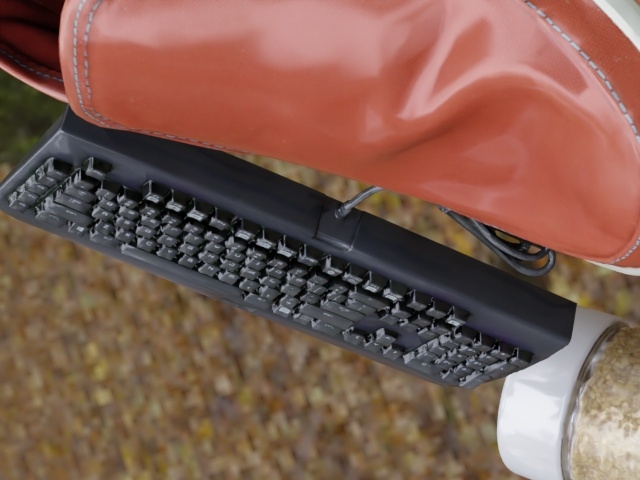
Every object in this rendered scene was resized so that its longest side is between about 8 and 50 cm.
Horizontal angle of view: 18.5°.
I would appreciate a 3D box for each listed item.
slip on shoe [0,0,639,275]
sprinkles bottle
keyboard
[{"bbox_3d":[-0.031,-0.068,0.591,0.331,0.101,0.123,27,143,18],"label":"slip on shoe"},{"bbox_3d":[0.292,0.141,1.237,0.355,0.121,0.121,16,128,27],"label":"sprinkles bottle"},{"bbox_3d":[0.000,0.000,1.049,0.201,0.317,0.033,-40,36,49],"label":"keyboard"}]
